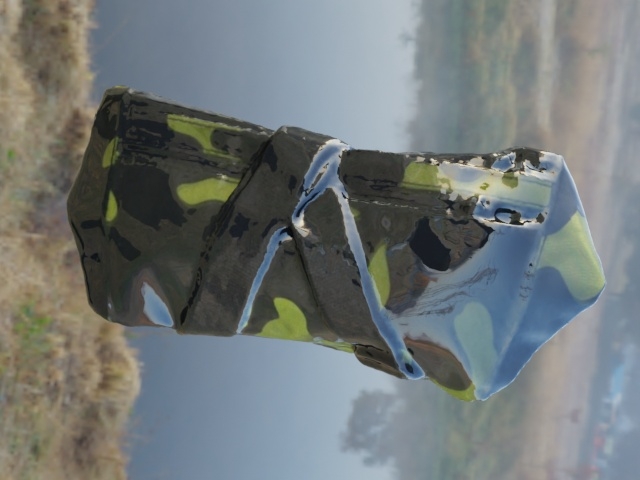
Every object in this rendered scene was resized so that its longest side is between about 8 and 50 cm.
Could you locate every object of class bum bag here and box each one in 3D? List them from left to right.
[{"bbox_3d":[0.000,0.000,0.461,0.060,0.232,0.107,11,91,-73],"label":"bum bag"}]
